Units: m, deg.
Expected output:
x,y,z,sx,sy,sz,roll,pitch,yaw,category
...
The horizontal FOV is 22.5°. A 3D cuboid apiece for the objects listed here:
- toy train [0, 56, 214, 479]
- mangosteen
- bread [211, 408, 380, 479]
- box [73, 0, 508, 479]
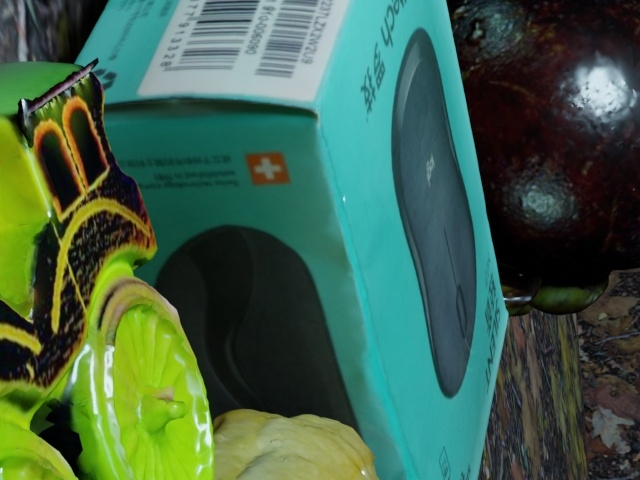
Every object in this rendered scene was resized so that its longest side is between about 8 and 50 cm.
x,y,z,sx,sy,sz,roll,pitch,yaw,category
-0.108,0.058,0.375,0.296,0.100,0.160,-66,139,-68,toy train
0.193,-0.096,1.360,0.330,0.330,0.330,-9,90,-77,mangosteen
-0.030,0.165,0.555,0.236,0.120,0.198,-56,143,-73,bread
0.000,0.000,0.737,0.205,0.118,0.311,-69,153,-45,box
